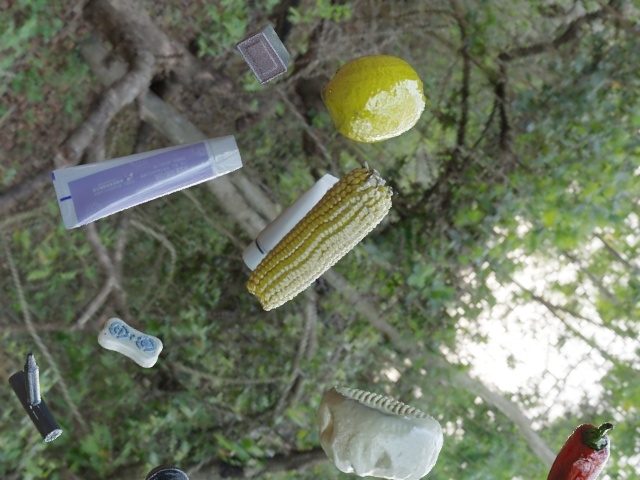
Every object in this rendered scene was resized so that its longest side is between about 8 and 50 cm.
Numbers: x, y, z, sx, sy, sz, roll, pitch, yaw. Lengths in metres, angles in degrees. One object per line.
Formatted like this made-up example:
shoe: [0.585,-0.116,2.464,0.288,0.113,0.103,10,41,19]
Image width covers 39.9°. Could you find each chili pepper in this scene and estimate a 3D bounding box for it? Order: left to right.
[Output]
chili pepper: [0.490,0.487,1.703,0.137,0.091,0.369,-103,-156,-72]

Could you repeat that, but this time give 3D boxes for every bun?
bun: [0.154,0.547,2.447,0.360,0.359,0.211,-17,124,-89]

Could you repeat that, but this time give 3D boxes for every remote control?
remote control: [-0.370,0.198,1.720,0.032,0.122,0.074,-58,-170,33]

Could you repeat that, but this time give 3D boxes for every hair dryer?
hair dryer: [-0.619,0.328,1.925,0.050,0.173,0.195,-27,157,-35]

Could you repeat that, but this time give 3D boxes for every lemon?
lemon: [0.108,-0.280,1.742,0.193,0.181,0.180,-19,161,-39]

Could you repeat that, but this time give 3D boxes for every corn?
corn: [0.000,0.000,1.518,0.305,0.106,0.106,-45,180,-1]

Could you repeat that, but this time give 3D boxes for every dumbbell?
dumbbell: [-0.302,0.517,1.764,0.099,0.099,0.208,-48,-151,0]

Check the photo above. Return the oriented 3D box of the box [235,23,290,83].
box: [-0.097,-0.330,1.539,0.060,0.085,0.063,-22,-153,28]

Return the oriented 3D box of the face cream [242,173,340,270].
face cream: [-0.057,-0.039,2.132,0.314,0.089,0.143,-41,149,19]

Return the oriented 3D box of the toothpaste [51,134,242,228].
toothpaste: [-0.345,-0.132,1.770,0.371,0.125,0.080,-17,170,-11]
